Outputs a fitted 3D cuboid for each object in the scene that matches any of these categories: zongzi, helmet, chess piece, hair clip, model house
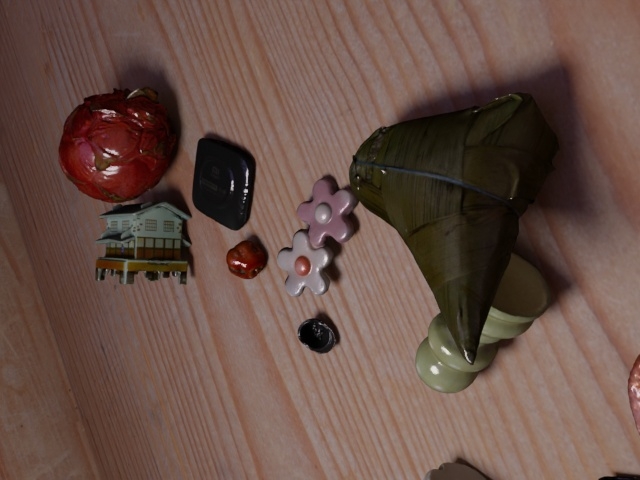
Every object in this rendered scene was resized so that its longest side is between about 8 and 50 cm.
[{"bbox_3d":[0.142,-0.012,0.844,0.323,0.160,0.361,-5,61,52],"label":"zongzi"},{"bbox_3d":[-0.006,0.198,1.241,0.084,0.049,0.065,37,94,3],"label":"helmet"},{"bbox_3d":[0.232,0.143,0.920,0.144,0.144,0.251,45,137,28],"label":"chess piece"},{"bbox_3d":[-0.005,0.000,1.171,0.146,0.075,0.257,42,125,36],"label":"hair clip"},{"bbox_3d":[-0.473,0.007,1.568,0.224,0.198,0.215,0,86,48],"label":"model house"}]

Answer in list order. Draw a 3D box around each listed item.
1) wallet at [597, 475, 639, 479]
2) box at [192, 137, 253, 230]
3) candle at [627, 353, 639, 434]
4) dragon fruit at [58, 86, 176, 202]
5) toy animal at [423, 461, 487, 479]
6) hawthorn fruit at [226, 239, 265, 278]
[{"bbox_3d":[0.481,0.448,0.812,0.132,0.039,0.243,-14,91,41],"label":"wallet"},{"bbox_3d":[-0.236,-0.133,1.389,0.212,0.042,0.201,29,120,37],"label":"box"},{"bbox_3d":[0.502,0.247,0.665,0.317,0.131,0.287,26,122,40],"label":"candle"},{"bbox_3d":[-0.512,-0.234,1.481,0.342,0.277,0.277,-48,66,24],"label":"dragon fruit"},{"bbox_3d":[0.239,0.498,1.017,0.178,0.127,0.193,16,111,41],"label":"toy animal"},{"bbox_3d":[-0.168,0.047,1.343,0.093,0.093,0.093,16,113,43],"label":"hawthorn fruit"}]
